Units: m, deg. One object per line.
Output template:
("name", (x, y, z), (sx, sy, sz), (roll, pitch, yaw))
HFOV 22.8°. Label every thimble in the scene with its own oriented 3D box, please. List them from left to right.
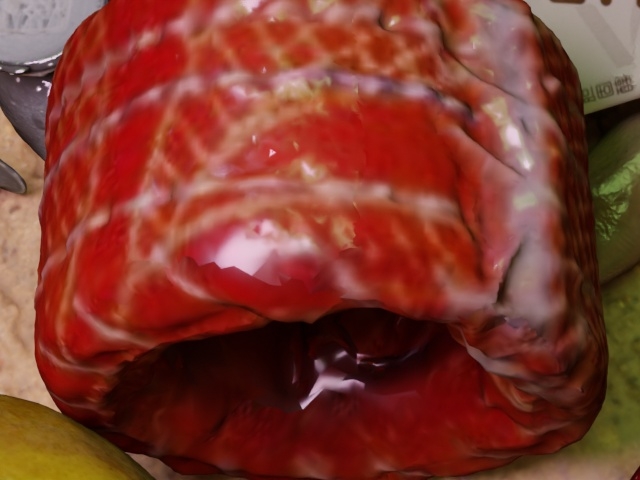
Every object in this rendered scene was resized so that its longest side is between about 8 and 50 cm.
("thimble", (0.000, 0.000, 0.931), (0.350, 0.350, 0.231), (-4, 65, 10))

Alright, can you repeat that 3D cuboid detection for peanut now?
("peanut", (0.198, -0.027, 1.043), (0.152, 0.076, 0.076), (-44, 65, -11))

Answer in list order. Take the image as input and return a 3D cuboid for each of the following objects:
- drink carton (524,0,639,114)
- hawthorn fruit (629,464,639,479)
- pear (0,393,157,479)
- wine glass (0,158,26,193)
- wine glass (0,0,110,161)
("drink carton", (0.269, -0.213, 1.033), (0.324, 0.132, 0.194), (-15, 100, 6))
("hawthorn fruit", (0.249, 0.178, 0.894), (0.185, 0.185, 0.202), (-7, 48, 9))
("pear", (-0.205, 0.238, 0.893), (0.303, 0.304, 0.304), (-4, 66, 10))
("wine glass", (-0.289, 0.024, 1.119), (0.079, 0.079, 0.195), (22, 72, 20))
("wine glass", (-0.163, -0.108, 1.080), (0.111, 0.204, 0.111), (-5, 64, 11))
